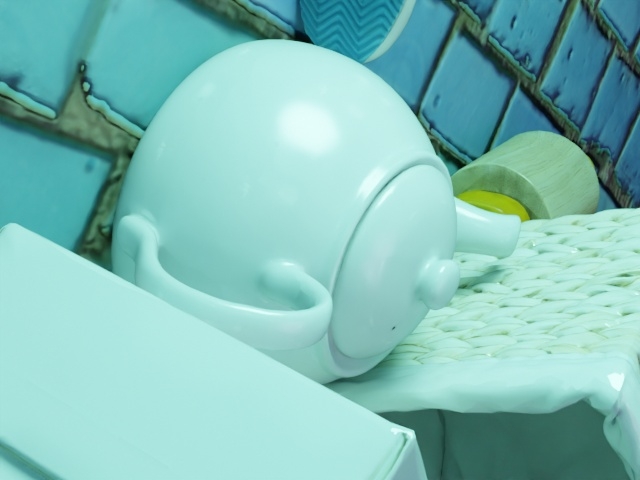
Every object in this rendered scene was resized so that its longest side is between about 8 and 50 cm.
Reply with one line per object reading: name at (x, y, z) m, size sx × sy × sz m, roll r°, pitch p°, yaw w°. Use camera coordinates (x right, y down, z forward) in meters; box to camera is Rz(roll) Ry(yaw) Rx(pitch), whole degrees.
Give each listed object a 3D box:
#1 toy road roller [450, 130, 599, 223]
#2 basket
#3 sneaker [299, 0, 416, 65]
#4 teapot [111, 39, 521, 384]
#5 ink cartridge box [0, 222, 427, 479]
toy road roller at (0.242, 0.077, 1.198) m, size 0.202 × 0.241 × 0.329 m, roll -31°, pitch 126°, yaw -54°
basket at (0.154, 0.178, 0.973) m, size 0.266 × 0.331 × 0.328 m, roll -49°, pitch 122°, yaw -50°
sneaker at (0.053, -0.226, 0.858) m, size 0.092 × 0.087 × 0.228 m, roll -15°, pitch 125°, yaw -59°
teapot at (0.000, 0.000, 0.823) m, size 0.256 × 0.187 × 0.252 m, roll -55°, pitch 149°, yaw -21°
ink cartridge box at (-0.071, 0.201, 0.743) m, size 0.160 × 0.279 × 0.384 m, roll -52°, pitch 149°, yaw -24°
